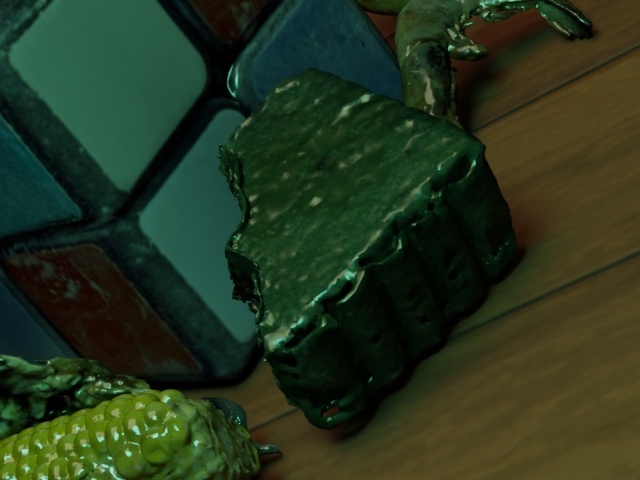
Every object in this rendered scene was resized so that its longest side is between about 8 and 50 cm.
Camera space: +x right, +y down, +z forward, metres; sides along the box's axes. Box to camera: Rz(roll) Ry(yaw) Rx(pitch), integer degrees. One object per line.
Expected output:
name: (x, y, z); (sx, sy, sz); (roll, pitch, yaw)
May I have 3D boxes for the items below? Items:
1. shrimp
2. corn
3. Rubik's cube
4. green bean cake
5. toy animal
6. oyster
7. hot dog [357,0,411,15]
shrimp: (0.130, -0.127, 1.302); (0.148, 0.035, 0.195); (-7, 54, 7)
corn: (-0.197, 0.190, 1.099); (0.347, 0.130, 0.130); (-29, 26, 22)
Rubik's cube: (-0.168, -0.097, 1.334); (0.318, 0.313, 0.316); (-10, 36, 46)
green bean cake: (0.000, 0.000, 1.136); (0.193, 0.107, 0.208); (-46, 43, -12)
toy animal: (-0.050, 0.136, 1.114); (0.028, 0.050, 0.084); (125, 140, -59)
oyster: (-0.220, 0.138, 1.210); (0.223, 0.214, 0.083); (124, 148, -60)
hot dog: (0.104, -0.270, 1.540); (0.084, 0.073, 0.242); (17, 53, 22)
